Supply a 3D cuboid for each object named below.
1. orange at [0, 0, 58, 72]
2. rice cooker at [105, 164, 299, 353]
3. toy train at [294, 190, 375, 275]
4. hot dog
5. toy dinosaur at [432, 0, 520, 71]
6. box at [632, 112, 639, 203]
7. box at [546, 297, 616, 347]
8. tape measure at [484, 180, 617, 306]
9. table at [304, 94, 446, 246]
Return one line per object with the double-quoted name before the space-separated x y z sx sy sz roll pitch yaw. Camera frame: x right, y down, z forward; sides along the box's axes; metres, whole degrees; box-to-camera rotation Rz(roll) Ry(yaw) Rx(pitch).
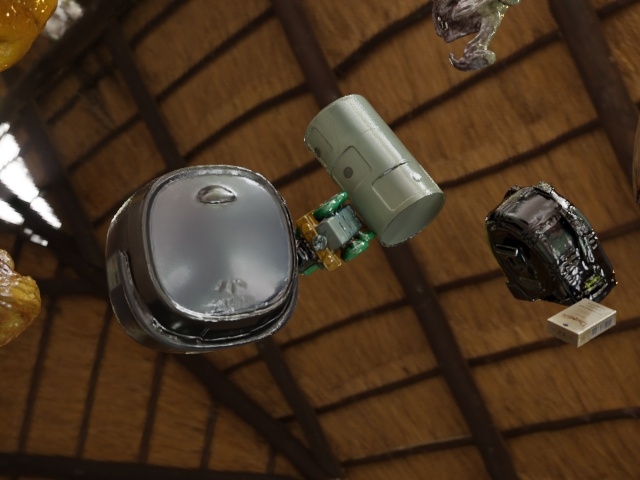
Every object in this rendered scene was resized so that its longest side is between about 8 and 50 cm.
"orange" -0.502 -0.340 1.262 0.183 0.249 0.249 113 -26 -45
"rice cooker" -0.166 0.034 1.222 0.224 0.267 0.267 -33 -136 59
"toy train" 0.000 0.000 1.338 0.136 0.091 0.228 -34 -177 17
"hot dog" -0.315 0.050 0.834 0.065 0.099 0.147 -43 178 -43
"toy dinosaur" 0.253 -0.387 1.466 0.162 0.077 0.294 -38 -152 21
"box" 0.374 -0.117 0.998 0.036 0.177 0.115 3 -103 16
"box" 0.352 0.110 1.207 0.053 0.083 0.024 28 -47 47
"tape measure" 0.322 0.011 1.324 0.112 0.186 0.199 -37 -163 -18
"table" 0.084 -0.112 1.415 0.126 0.126 0.220 -48 -115 25
